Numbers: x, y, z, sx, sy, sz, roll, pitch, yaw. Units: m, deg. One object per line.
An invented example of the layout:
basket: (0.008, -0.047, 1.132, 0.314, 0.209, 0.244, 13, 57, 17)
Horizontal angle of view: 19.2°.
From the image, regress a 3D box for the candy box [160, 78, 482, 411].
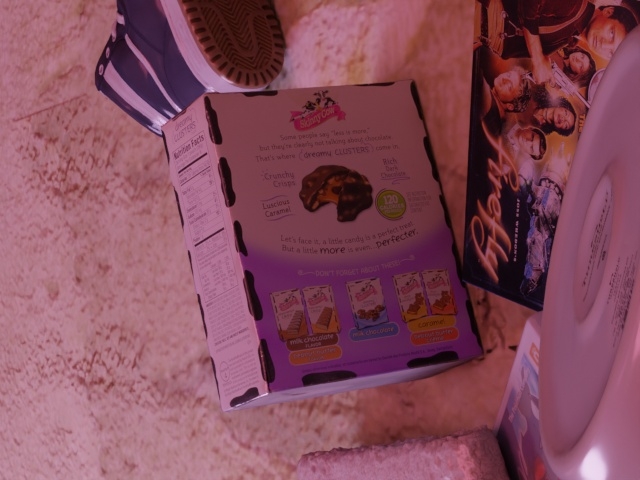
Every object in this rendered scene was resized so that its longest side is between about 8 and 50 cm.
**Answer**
candy box: (0.000, 0.000, 1.235, 0.070, 0.165, 0.196, -29, 71, 56)

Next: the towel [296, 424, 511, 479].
towel: (0.063, 0.222, 1.255, 0.282, 0.049, 0.187, -25, 79, 66)

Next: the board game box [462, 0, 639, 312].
board game box: (0.149, -0.075, 1.088, 0.165, 0.042, 0.243, 23, 116, 56)

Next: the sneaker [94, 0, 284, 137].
sneaker: (-0.129, -0.213, 1.473, 0.153, 0.099, 0.282, -40, 65, 53)

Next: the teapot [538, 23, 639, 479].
teapot: (0.215, 0.015, 0.872, 0.256, 0.187, 0.252, 105, 174, -60)

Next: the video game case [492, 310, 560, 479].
video game case: (0.153, 0.169, 1.112, 0.201, 0.023, 0.183, 99, 148, -50)
